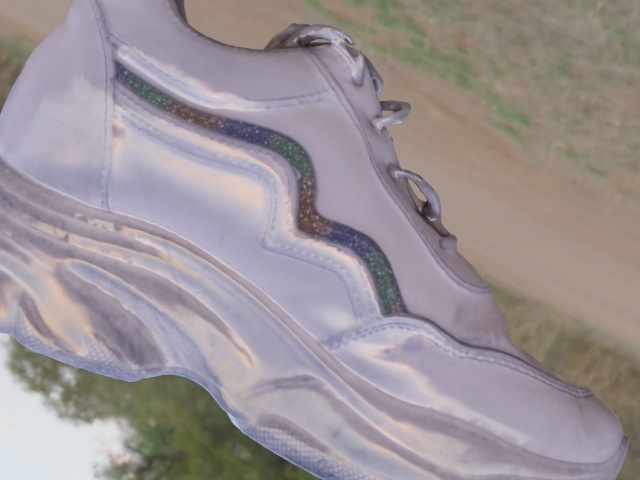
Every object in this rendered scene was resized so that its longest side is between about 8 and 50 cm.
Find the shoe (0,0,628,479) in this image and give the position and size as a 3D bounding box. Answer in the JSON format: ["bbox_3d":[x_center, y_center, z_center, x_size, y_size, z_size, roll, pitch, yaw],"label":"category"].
[{"bbox_3d":[0.000,0.000,0.421,0.245,0.137,0.095,24,-173,-2],"label":"shoe"}]
